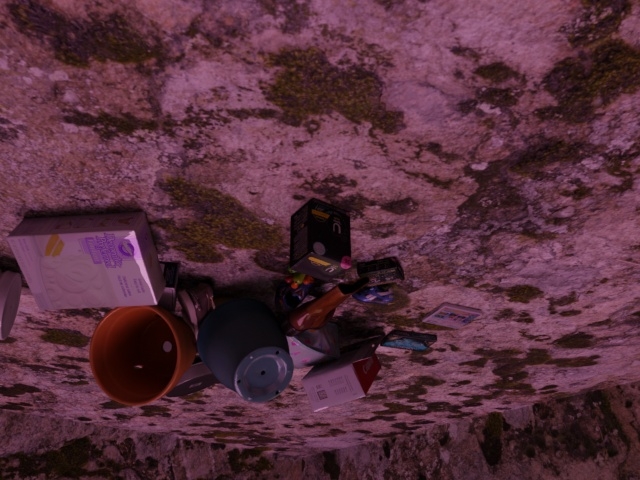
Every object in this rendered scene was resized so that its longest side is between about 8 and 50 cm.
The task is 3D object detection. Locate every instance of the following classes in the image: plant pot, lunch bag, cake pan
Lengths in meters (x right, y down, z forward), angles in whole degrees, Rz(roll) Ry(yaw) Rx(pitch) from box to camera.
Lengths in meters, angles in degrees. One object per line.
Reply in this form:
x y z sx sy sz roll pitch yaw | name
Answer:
-0.289 0.240 1.804 0.095 0.134 0.134 -16 150 -10 | plant pot
-0.210 0.344 1.661 0.272 0.271 0.255 21 -174 -30 | plant pot
-0.096 0.360 1.958 0.224 0.160 0.262 -26 146 36 | lunch bag
-0.533 0.584 2.311 0.294 0.054 0.293 -20 157 -9 | cake pan
-0.507 0.331 1.656 0.291 0.290 0.203 -9 172 13 | plant pot

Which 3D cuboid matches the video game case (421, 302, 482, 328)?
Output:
0.463 0.267 1.941 0.157 0.019 0.143 14 145 -20 | video game case

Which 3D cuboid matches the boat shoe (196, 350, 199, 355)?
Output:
-0.500 0.434 2.168 0.152 0.056 0.049 12 141 -19 | boat shoe

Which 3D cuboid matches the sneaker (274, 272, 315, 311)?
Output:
-0.096 0.173 1.699 0.083 0.087 0.221 29 144 -6 | sneaker

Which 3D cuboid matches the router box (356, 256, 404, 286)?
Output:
0.180 0.095 1.641 0.123 0.038 0.092 -12 146 18 | router box

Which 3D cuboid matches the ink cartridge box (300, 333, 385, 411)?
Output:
0.114 0.473 2.002 0.272 0.129 0.309 -23 179 18 | ink cartridge box

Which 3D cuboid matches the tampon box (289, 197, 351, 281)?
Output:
0.000 0.000 1.370 0.121 0.160 0.101 20 143 -30 | tampon box

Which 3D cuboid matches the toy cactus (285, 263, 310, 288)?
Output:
-0.011 0.055 1.543 0.181 0.112 0.219 -10 150 -21 | toy cactus

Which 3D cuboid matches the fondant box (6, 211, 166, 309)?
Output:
-0.600 0.056 1.436 0.331 0.096 0.238 -4 122 4 | fondant box

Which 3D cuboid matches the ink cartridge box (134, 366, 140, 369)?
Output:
-0.717 0.550 2.316 0.189 0.096 0.255 -6 147 7 | ink cartridge box

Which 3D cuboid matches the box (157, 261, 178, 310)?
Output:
-0.576 0.129 1.644 0.290 0.087 0.169 7 148 -10 | box

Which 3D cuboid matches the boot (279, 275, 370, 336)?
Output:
0.038 0.174 1.676 0.280 0.096 0.264 -40 159 33 | boot

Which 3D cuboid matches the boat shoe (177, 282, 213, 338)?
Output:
-0.396 0.232 1.793 0.097 0.116 0.324 -29 160 -22 | boat shoe

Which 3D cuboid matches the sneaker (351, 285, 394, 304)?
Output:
0.169 0.171 1.757 0.144 0.059 0.053 3 -177 25 | sneaker

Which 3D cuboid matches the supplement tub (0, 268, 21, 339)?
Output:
-1.052 0.163 1.555 0.325 0.235 0.235 11 147 -17 | supplement tub

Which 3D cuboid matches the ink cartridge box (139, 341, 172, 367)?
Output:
-0.672 0.415 2.106 0.203 0.085 0.148 -24 141 32 | ink cartridge box

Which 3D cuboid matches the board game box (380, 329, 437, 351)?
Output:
0.340 0.389 2.130 0.187 0.026 0.126 9 147 -15 | board game box
